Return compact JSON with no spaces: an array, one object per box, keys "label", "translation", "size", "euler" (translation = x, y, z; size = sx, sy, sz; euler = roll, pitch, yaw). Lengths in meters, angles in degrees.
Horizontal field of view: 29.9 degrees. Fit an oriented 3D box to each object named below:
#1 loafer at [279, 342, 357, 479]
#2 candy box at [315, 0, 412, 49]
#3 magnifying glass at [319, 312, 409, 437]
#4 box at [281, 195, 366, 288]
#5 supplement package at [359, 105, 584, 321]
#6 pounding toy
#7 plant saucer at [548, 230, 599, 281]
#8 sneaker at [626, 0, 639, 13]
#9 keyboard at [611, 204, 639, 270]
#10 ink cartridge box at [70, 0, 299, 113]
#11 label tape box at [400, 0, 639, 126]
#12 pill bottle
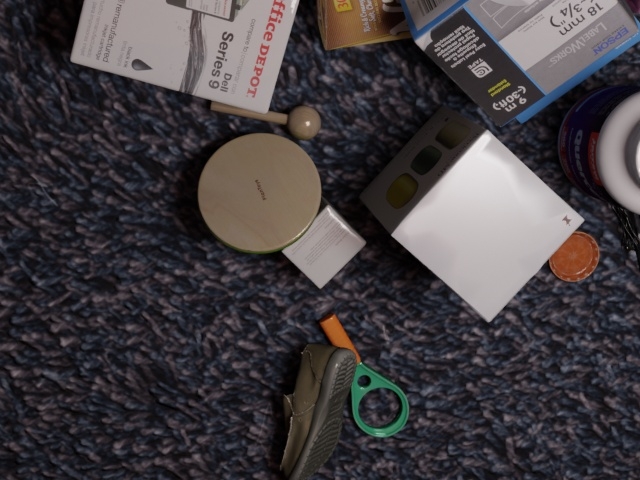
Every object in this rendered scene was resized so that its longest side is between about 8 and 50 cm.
[{"label":"loafer","translation":[-0.015,0.270,1.906],"size":[0.087,0.094,0.251],"euler":[28,109,29]},{"label":"candy box","translation":[0.152,-0.382,1.706],"size":[0.316,0.087,0.183],"euler":[-10,146,-6]},{"label":"magnifying glass","translation":[0.065,0.217,1.925],"size":[0.092,0.026,0.231],"euler":[-30,105,1]},{"label":"box","translation":[0.000,0.000,1.821],"size":[0.101,0.102,0.087],"euler":[-45,103,4]},{"label":"supplement package","translation":[0.211,-0.048,1.753],"size":[0.198,0.262,0.199],"euler":[41,95,-15]},{"label":"pounding toy","translation":[-0.087,-0.083,1.804],"size":[0.183,0.110,0.236],"euler":[3,74,3]},{"label":"plant saucer","translation":[0.406,0.025,1.927],"size":[0.083,0.013,0.083],"euler":[-2,105,-7]},{"label":"sneaker","translation":[0.499,-0.462,1.782],"size":[0.105,0.095,0.236],"euler":[-12,111,-11]},{"label":"keyboard","translation":[0.527,-0.019,1.920],"size":[0.100,0.038,0.192],"euler":[-17,105,-3]},{"label":"ink cartridge box","translation":[-0.185,-0.323,1.698],"size":[0.289,0.121,0.211],"euler":[14,107,-11]},{"label":"label tape box","translation":[0.308,-0.286,1.688],"size":[0.241,0.106,0.334],"euler":[-35,133,21]},{"label":"pill bottle","translation":[0.464,-0.132,1.728],"size":[0.181,0.323,0.181],"euler":[0,98,-3]}]
